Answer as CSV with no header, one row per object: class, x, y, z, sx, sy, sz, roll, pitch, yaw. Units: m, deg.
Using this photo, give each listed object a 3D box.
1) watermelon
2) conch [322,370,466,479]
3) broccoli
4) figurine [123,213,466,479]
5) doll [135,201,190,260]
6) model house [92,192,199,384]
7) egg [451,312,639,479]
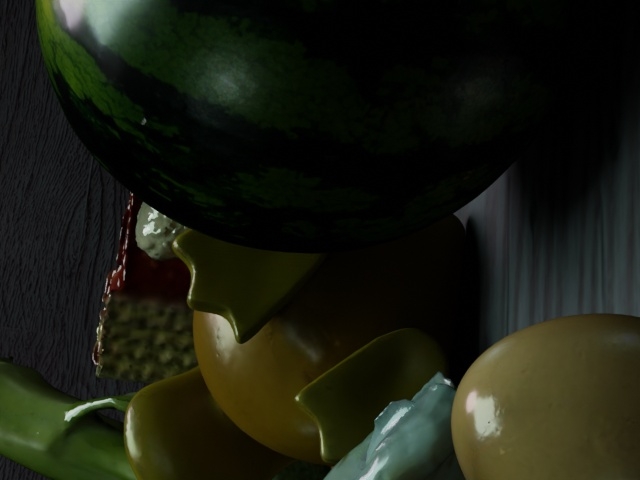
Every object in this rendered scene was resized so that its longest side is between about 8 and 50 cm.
watermelon,-0.001,-0.122,0.614,0.269,0.269,0.269,-173,90,-81
conch,0.033,0.157,0.551,0.200,0.131,0.172,-50,-8,19
broccoli,-0.113,0.177,1.081,0.186,0.302,0.254,-50,-33,-20
figurine,-0.005,0.065,0.794,0.228,0.215,0.215,-48,33,49
doll,-0.041,-0.112,0.868,0.278,0.149,0.175,-53,49,19
model house,-0.120,0.047,1.367,0.160,0.196,0.254,-153,72,-78
egg,0.084,0.061,0.410,0.080,0.096,0.080,-172,90,-76
